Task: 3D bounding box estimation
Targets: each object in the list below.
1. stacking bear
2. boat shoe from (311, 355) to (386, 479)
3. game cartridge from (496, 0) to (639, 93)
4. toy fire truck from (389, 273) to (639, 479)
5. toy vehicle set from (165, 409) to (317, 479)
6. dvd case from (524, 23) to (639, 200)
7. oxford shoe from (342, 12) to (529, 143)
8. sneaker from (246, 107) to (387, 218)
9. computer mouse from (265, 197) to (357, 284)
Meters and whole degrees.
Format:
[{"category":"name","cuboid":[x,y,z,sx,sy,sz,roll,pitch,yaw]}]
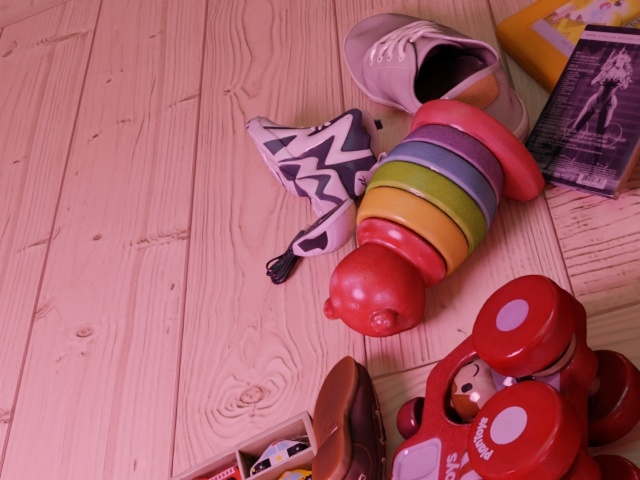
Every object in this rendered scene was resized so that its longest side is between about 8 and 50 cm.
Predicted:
[{"category":"stacking bear","cuboid":[0.113,-0.011,1.284,0.175,0.164,0.289,13,60,39]},{"category":"boat shoe","cuboid":[0.035,0.208,1.158,0.073,0.073,0.207,-47,18,28]},{"category":"game cartridge","cuboid":[0.429,-0.275,1.445,0.285,0.052,0.323,-31,39,-1]},{"category":"toy fire truck","cuboid":[0.167,0.189,1.048,0.254,0.169,0.302,-27,35,33]},{"category":"toy vehicle set","cuboid":[-0.106,0.309,1.163,0.267,0.035,0.166,-27,40,3]},{"category":"dvd case","cuboid":[0.345,-0.163,1.332,0.164,0.018,0.221,21,81,52]},{"category":"oxford shoe","cuboid":[0.145,-0.251,1.524,0.169,0.130,0.449,-35,35,0]},{"category":"sneaker","cuboid":[0.007,-0.135,1.517,0.153,0.094,0.235,-36,40,-10]},{"category":"computer mouse","cuboid":[0.000,0.000,1.363,0.106,0.042,0.193,-43,5,-24]}]
